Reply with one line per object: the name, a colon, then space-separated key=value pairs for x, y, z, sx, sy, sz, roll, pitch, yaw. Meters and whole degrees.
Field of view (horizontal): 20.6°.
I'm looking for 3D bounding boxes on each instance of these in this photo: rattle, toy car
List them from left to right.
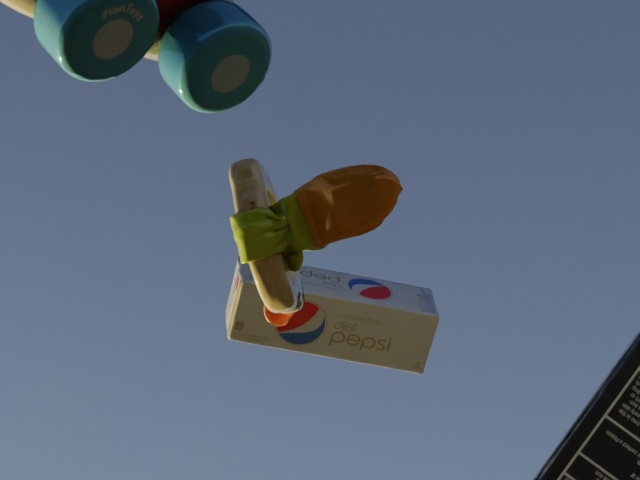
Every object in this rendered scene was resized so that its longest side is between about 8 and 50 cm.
toy car: x=-0.110 y=-0.246 z=1.151 sx=0.210 sy=0.219 sz=0.238 roll=12 pitch=-62 yaw=-49
rattle: x=0.000 y=0.000 z=1.464 sx=0.143 sy=0.130 sz=0.199 roll=-30 pitch=-33 yaw=-3

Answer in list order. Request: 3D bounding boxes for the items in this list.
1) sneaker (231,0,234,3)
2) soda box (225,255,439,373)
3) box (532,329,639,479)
sneaker: x=-0.141 y=-0.244 z=1.615 sx=0.064 sy=0.192 sz=0.086 roll=-43 pitch=-39 yaw=-9
soda box: x=0.012 y=0.078 z=1.864 sx=0.216 sy=0.069 sz=0.074 roll=11 pitch=-66 yaw=-9
box: x=0.407 y=0.228 z=1.793 sx=0.294 sy=0.296 sz=0.183 roll=-54 pitch=-10 yaw=3
